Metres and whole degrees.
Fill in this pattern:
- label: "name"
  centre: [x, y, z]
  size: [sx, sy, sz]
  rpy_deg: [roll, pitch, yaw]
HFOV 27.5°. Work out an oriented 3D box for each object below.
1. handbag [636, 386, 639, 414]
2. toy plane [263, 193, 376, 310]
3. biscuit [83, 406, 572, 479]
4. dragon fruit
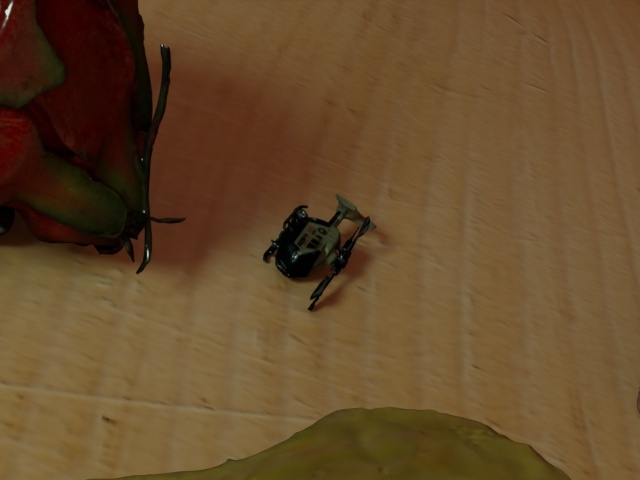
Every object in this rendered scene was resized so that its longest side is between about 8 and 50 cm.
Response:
- label: "handbag"
  centre: [0.313, 0.094, 0.898]
  size: [0.157, 0.059, 0.212]
  rpy_deg: [31, 32, 12]
- label: "toy plane"
  centre: [0.000, 0.000, 0.837]
  size: [0.049, 0.031, 0.120]
  rpy_deg: [33, 32, 3]
- label: "biscuit"
  centre: [0.013, 0.196, 0.334]
  size: [0.365, 0.062, 0.385]
  rpy_deg: [-13, 42, -28]
- label: "dragon fruit"
  centre: [-0.187, -0.096, 0.708]
  size: [0.293, 0.234, 0.233]
  rpy_deg: [47, 19, -29]
